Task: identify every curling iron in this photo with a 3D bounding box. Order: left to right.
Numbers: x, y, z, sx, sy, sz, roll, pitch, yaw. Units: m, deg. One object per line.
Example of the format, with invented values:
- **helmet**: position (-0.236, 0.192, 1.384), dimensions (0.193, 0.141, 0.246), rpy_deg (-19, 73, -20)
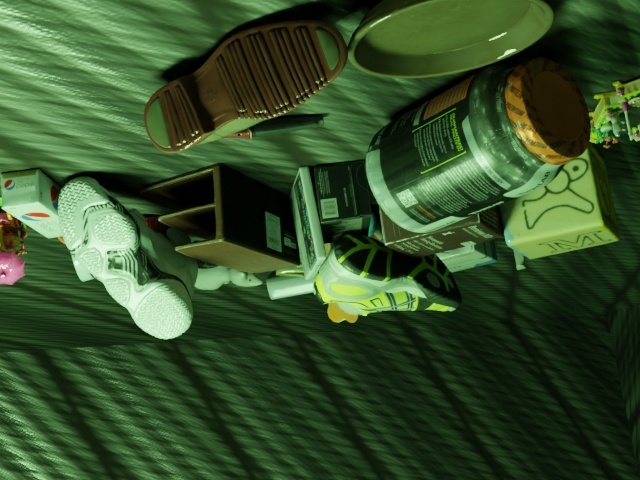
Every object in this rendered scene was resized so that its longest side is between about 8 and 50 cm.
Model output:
- **curling iron**: position (-0.127, -0.188, 1.465), dimensions (0.274, 0.035, 0.068), rpy_deg (-2, 164, -14)

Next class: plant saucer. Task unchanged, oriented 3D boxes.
- **plant saucer**: position (0.171, -0.285, 1.184), dimensions (0.277, 0.041, 0.278), rpy_deg (-8, 171, -1)

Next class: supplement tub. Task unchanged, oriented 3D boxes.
- **supplement tub**: position (0.251, -0.152, 1.431), dimensions (0.207, 0.207, 0.338), rpy_deg (5, 161, -37)

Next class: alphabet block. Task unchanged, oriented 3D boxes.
- **alphabet block**: position (0.489, -0.082, 1.824), dimensions (0.197, 0.192, 0.193), rpy_deg (-13, 165, 26)

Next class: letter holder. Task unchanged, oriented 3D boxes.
- **letter holder**: position (-0.209, -0.026, 1.813), dimensions (0.214, 0.152, 0.302), rpy_deg (-12, 164, 25)

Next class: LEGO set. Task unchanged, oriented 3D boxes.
- **LEGO set**: position (0.548, -0.209, 1.535), dimensions (0.132, 0.107, 0.287), rpy_deg (3, 162, -30)

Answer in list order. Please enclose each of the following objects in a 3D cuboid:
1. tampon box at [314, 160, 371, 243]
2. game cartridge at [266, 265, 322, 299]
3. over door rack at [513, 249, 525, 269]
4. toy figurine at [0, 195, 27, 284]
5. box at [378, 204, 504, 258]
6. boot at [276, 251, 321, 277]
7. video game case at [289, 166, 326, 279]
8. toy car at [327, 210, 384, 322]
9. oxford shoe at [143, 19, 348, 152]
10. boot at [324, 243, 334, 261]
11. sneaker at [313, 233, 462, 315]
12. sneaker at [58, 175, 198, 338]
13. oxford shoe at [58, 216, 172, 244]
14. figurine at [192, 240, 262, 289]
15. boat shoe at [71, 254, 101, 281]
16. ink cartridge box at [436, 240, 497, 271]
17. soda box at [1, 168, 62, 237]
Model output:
- **tampon box**: position (0.043, -0.075, 1.786), dimensions (0.101, 0.121, 0.161), rpy_deg (-7, 165, -2)
- **game cartridge**: position (-0.026, 0.081, 2.265), dimensions (0.196, 0.060, 0.294), rpy_deg (-15, -172, 17)
- **over door rack**: position (0.317, -0.032, 2.032), dimensions (0.239, 0.108, 0.324), rpy_deg (-12, 143, 19)
- **toy figurine**: position (-0.628, 0.013, 1.757), dimensions (0.130, 0.159, 0.173), rpy_deg (-5, 165, -4)
- **box**: position (0.239, -0.075, 1.778), dimensions (0.203, 0.167, 0.168), rpy_deg (-14, 163, 26)
- **boot**: position (0.000, 0.000, 1.954), dimensions (0.213, 0.165, 0.077), rpy_deg (-3, 165, -6)
- **video game case**: position (-0.027, -0.032, 1.782), dimensions (0.022, 0.190, 0.173), rpy_deg (-8, 165, -11)
- **toy car**: position (0.090, 0.083, 2.069), dimensions (0.238, 0.210, 0.219), rpy_deg (-45, 156, -8)
- **oxford shoe**: position (-0.094, -0.226, 1.255), dimensions (0.348, 0.123, 0.130), rpy_deg (-14, -174, 33)
- **boot**: position (-0.101, 0.006, 2.081), dimensions (0.261, 0.095, 0.203), rpy_deg (-2, 165, 3)
- **sneaker**: position (0.145, 0.088, 1.888), dimensions (0.384, 0.145, 0.147), rpy_deg (17, 131, -36)
- **sneaker**: position (-0.371, 0.010, 1.754), dimensions (0.137, 0.366, 0.210), rpy_deg (-29, -161, 14)
- **oxford shoe**: position (-0.447, -0.007, 1.891), dimensions (0.271, 0.097, 0.098), rpy_deg (6, 166, -39)
- **figurine**: position (-0.261, 0.057, 2.018), dimensions (0.215, 0.092, 0.209), rpy_deg (26, 165, -39)
- **boat shoe**: position (-0.486, 0.040, 2.011), dimensions (0.104, 0.113, 0.306), rpy_deg (-13, 167, 0)
- **ink cartridge box**: position (0.373, 0.022, 2.354), dimensions (0.139, 0.082, 0.190), rpy_deg (-15, 161, 26)
- **soda box**: position (-0.528, -0.067, 1.677), dimensions (0.073, 0.069, 0.216), rpy_deg (-8, 165, 4)
